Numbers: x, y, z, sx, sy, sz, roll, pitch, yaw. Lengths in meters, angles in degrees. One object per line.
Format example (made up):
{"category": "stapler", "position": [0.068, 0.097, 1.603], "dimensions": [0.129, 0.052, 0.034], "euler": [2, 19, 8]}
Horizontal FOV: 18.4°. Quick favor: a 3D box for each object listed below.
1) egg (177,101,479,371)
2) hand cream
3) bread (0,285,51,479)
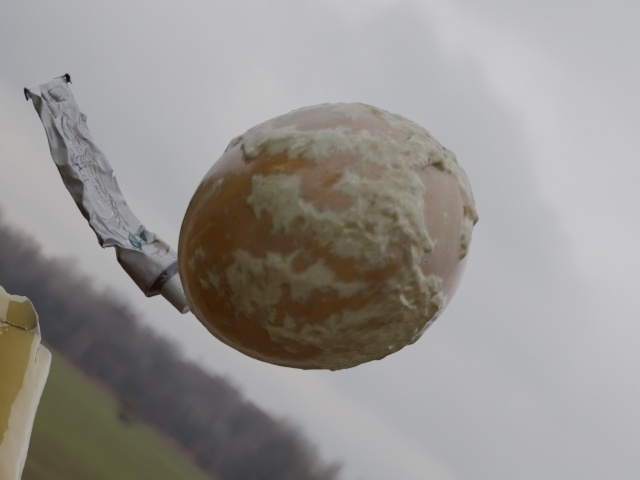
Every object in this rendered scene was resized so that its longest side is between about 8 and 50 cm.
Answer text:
{"category": "egg", "position": [0.000, 0.000, 1.471], "dimensions": [0.245, 0.203, 0.203], "euler": [-22, -50, 31]}
{"category": "hand cream", "position": [-0.192, -0.040, 1.830], "dimensions": [0.257, 0.050, 0.084], "euler": [55, 27, 4]}
{"category": "bread", "position": [-0.350, 0.189, 1.491], "dimensions": [0.211, 0.270, 0.316], "euler": [21, -37, -15]}
